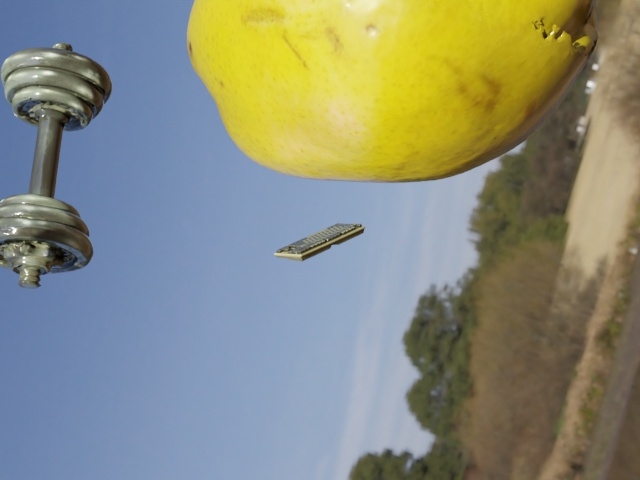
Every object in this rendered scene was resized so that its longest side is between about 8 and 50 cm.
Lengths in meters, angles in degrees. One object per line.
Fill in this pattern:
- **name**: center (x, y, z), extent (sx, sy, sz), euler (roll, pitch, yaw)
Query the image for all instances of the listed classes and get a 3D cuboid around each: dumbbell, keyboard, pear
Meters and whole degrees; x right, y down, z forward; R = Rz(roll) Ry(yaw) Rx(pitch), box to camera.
- **dumbbell**: center (-0.423, -0.121, 1.697), extent (0.179, 0.179, 0.406), euler (73, -162, -68)
- **keyboard**: center (0.000, 0.000, 1.413), extent (0.129, 0.049, 0.015), euler (-24, -65, -44)
- **pear**: center (0.053, -0.184, 0.880), extent (0.285, 0.336, 0.284), euler (-2, -86, -40)
